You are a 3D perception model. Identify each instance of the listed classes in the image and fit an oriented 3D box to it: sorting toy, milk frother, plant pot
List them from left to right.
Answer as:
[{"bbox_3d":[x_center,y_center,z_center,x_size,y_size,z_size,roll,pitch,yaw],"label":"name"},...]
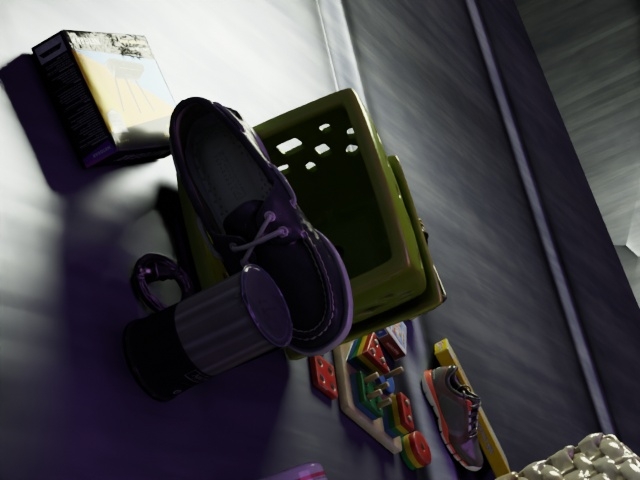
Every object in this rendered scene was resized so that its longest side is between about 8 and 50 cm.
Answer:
[{"bbox_3d":[-0.107,0.058,1.260,0.143,0.135,0.129,67,20,7],"label":"milk frother"},{"bbox_3d":[0.000,0.000,1.479,0.207,0.227,0.228,37,33,-62],"label":"plant pot"},{"bbox_3d":[0.066,0.174,1.671,0.274,0.046,0.132,44,28,-42],"label":"sorting toy"}]

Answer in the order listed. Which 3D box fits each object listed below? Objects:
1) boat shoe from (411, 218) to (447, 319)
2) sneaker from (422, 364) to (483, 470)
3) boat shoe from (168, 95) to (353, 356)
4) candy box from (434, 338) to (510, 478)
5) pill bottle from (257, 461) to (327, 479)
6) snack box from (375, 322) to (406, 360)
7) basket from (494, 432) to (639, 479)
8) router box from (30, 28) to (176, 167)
[{"bbox_3d":[0.132,0.007,1.993,0.081,0.068,0.228,33,37,-54],"label":"boat shoe"},{"bbox_3d":[0.200,0.248,1.880,0.158,0.065,0.061,64,20,1],"label":"sneaker"},{"bbox_3d":[-0.071,-0.017,1.345,0.302,0.114,0.091,55,7,27],"label":"boat shoe"},{"bbox_3d":[0.222,0.246,1.962,0.206,0.027,0.105,64,8,-1],"label":"candy box"},{"bbox_3d":[-0.013,0.299,1.272,0.087,0.087,0.160,10,57,-65],"label":"pill bottle"},{"bbox_3d":[0.065,0.081,1.810,0.178,0.022,0.064,53,22,-27],"label":"snack box"},{"bbox_3d":[0.231,0.401,1.254,0.331,0.328,0.266,-117,-177,-74],"label":"basket"},{"bbox_3d":[-0.210,-0.147,1.378,0.133,0.046,0.179,65,20,2],"label":"router box"}]
